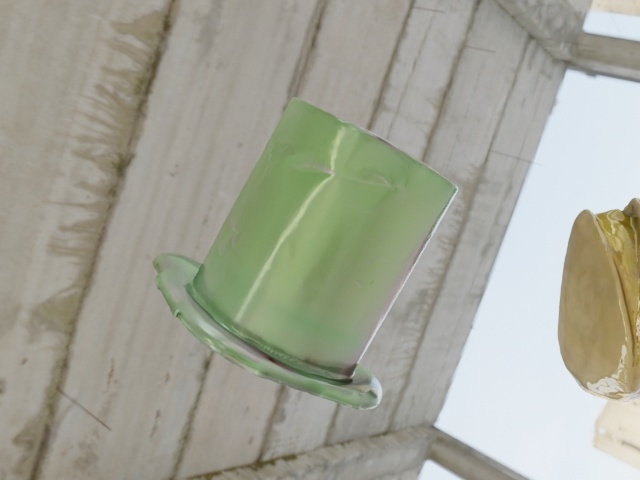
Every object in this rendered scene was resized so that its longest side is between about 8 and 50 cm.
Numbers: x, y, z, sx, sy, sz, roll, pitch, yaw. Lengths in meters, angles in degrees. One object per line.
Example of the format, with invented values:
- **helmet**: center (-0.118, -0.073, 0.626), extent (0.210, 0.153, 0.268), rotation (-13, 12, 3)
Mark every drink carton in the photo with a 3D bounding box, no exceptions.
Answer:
- **drink carton**: center (0.000, 0.000, 0.444), extent (0.146, 0.144, 0.142), rotation (27, -82, -29)

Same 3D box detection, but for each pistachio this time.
- **pistachio**: center (0.283, 0.061, 0.668), extent (0.145, 0.117, 0.201), rotation (-85, -9, -56)
